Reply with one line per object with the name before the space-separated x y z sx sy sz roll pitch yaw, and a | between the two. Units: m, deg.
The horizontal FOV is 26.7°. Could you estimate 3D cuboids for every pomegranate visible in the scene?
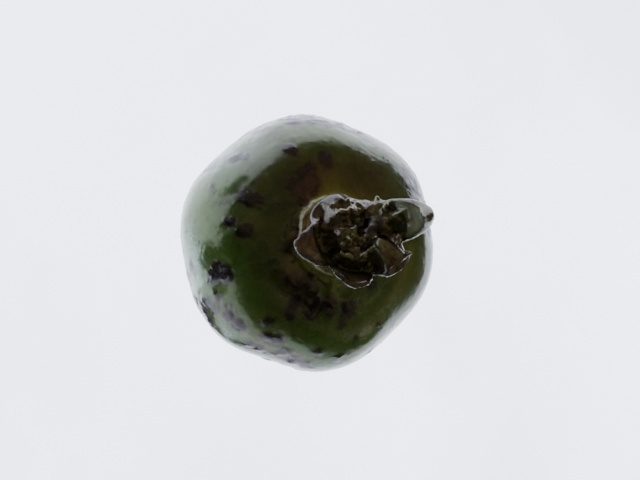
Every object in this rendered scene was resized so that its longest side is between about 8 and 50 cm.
pomegranate | 0.000 0.000 0.615 0.122 0.161 0.122 1 -94 -20
